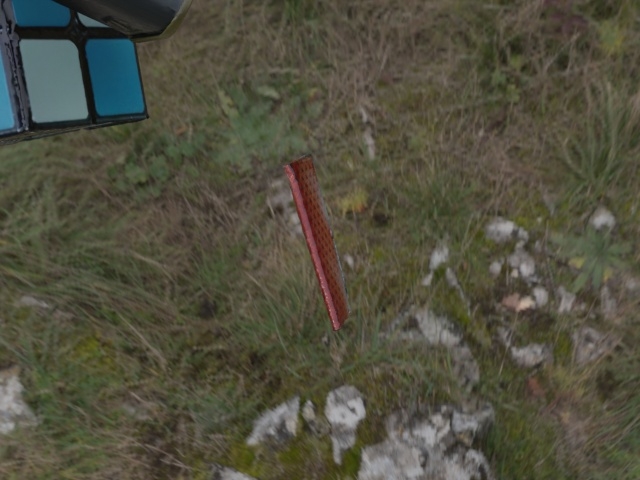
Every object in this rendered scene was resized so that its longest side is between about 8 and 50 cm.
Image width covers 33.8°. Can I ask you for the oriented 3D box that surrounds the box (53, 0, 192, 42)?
[{"bbox_3d":[-0.107,-0.229,0.628,0.090,0.144,0.201,20,92,-23],"label":"box"}]

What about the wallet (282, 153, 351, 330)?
[{"bbox_3d":[0.000,0.000,1.213,0.020,0.103,0.197,-13,96,14],"label":"wallet"}]

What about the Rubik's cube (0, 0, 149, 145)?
[{"bbox_3d":[-0.291,-0.175,0.977,0.180,0.183,0.167,-6,98,27],"label":"Rubik's cube"}]
